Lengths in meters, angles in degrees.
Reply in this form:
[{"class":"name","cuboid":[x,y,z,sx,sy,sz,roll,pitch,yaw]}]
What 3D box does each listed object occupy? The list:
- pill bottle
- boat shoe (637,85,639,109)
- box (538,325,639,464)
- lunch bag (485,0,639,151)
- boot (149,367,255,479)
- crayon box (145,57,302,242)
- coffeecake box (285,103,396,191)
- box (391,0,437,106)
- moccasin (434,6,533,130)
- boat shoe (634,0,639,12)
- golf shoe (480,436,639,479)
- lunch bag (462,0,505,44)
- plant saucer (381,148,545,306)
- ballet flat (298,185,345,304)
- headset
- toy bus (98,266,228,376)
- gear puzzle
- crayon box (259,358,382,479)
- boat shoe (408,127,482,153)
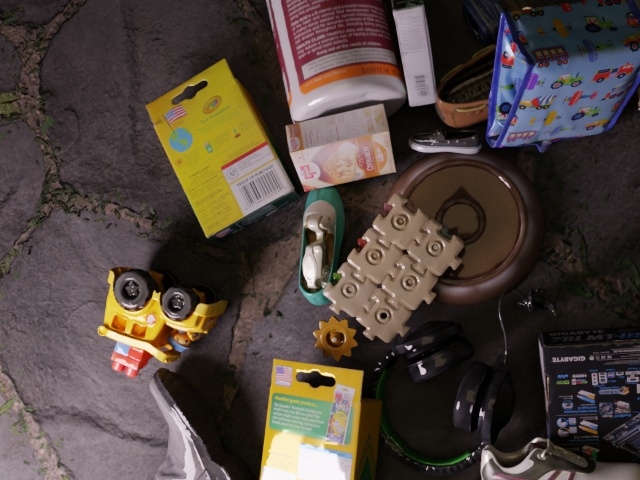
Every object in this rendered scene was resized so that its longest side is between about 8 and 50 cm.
[{"class":"pill bottle","cuboid":[0.018,-0.425,1.437,0.224,0.224,0.392,-14,80,10]},{"class":"boat shoe","cuboid":[0.616,-0.251,1.343,0.098,0.109,0.302,15,80,19]},{"class":"box","cuboid":[0.528,0.292,1.253,0.296,0.073,0.293,-6,103,13]},{"class":"lunch bag","cuboid":[0.416,-0.254,1.298,0.221,0.293,0.138,-10,56,-4]},{"class":"boot","cuboid":[-0.289,0.435,1.442,0.223,0.118,0.338,-39,72,10]},{"class":"crayon box","cuboid":[-0.197,-0.182,1.522,0.202,0.081,0.318,-28,78,7]},{"class":"coffeecake box","cuboid":[0.041,-0.173,1.424,0.185,0.142,0.068,-12,62,6]},{"class":"box","cuboid":[0.159,-0.438,1.351,0.058,0.232,0.322,-9,58,9]},{"class":"moccasin","cuboid":[0.383,-0.338,1.382,0.380,0.147,0.139,-21,78,9]},{"class":"boat shoe","cuboid":[0.568,-0.497,1.397,0.267,0.096,0.088,30,53,20]},{"class":"golf shoe","cuboid":[0.393,0.381,1.213,0.273,0.105,0.120,-14,93,20]},{"class":"lunch bag","cuboid":[0.318,-0.426,1.451,0.065,0.067,0.098,-32,78,7]},{"class":"plant saucer","cuboid":[0.265,-0.032,1.417,0.311,0.050,0.310,-2,81,12]},{"class":"ballet flat","cuboid":[0.000,0.000,1.449,0.083,0.087,0.247,0,81,16]},{"class":"headset","cuboid":[0.261,0.237,1.356,0.243,0.185,0.394,44,108,18]},{"class":"toy bus","cuboid":[-0.318,0.169,1.467,0.220,0.149,0.211,17,90,12]},{"class":"gear puzzle","cuboid":[0.111,0.090,1.396,0.175,0.044,0.339,37,101,5]},{"class":"crayon box","cuboid":[-0.002,0.387,1.364,0.203,0.083,0.323,2,83,34]},{"class":"boat shoe","cuboid":[0.238,-0.195,1.435,0.142,0.040,0.049,7,40,21]}]
